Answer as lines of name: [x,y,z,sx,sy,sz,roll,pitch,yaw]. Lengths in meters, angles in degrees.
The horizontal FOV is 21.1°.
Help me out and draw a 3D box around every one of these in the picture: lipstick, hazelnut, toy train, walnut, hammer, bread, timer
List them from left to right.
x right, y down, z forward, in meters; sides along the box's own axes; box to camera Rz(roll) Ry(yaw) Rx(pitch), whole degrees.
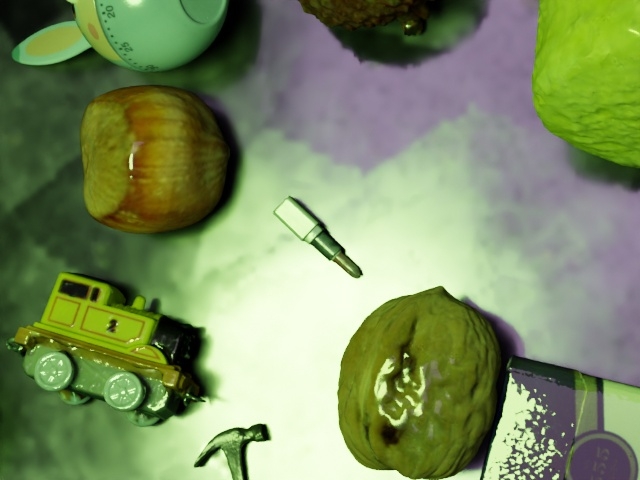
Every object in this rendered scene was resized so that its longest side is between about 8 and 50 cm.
timer: [-0.217,-0.251,1.722,0.255,0.175,0.175,5,86,14]
toy train: [-0.209,0.109,1.721,0.219,0.089,0.127,15,78,15]
hazelnut: [-0.168,-0.081,1.717,0.150,0.150,0.150,-1,84,13]
hammer: [-0.075,0.286,1.704,0.078,0.021,0.201,-14,81,11]
lipstick: [0.000,0.000,1.715,0.107,0.025,0.025,43,95,6]
walnut: [0.094,0.132,1.620,0.155,0.155,0.184,12,92,14]
bread: [0.359,-0.233,1.513,0.348,0.348,0.308,-1,73,13]

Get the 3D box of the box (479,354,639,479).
box: [0.282,0.217,1.604,0.259,0.071,0.168,12,87,13]

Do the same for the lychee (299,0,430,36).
lychee: [0.048,-0.293,1.650,0.200,0.238,0.200,-20,41,19]
